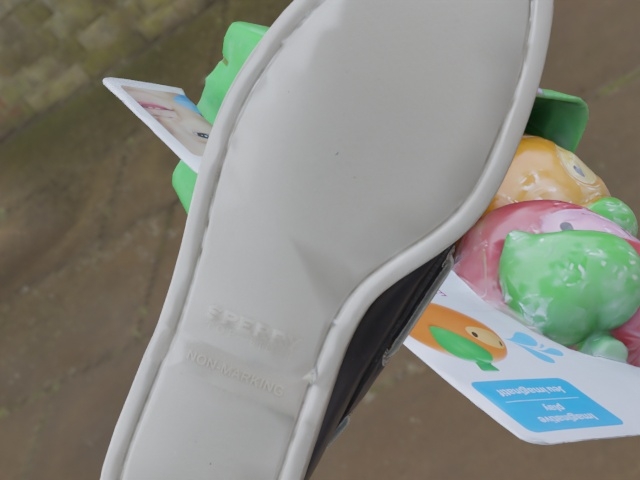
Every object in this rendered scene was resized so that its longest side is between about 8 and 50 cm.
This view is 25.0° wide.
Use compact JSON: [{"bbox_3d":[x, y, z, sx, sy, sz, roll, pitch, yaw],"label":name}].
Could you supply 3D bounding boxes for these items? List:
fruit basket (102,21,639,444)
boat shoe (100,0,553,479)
[{"bbox_3d":[0.100,-0.004,0.773,0.353,0.327,0.165,32,109,44],"label":"fruit basket"},{"bbox_3d":[0.000,0.000,0.410,0.206,0.075,0.065,-63,-4,9],"label":"boat shoe"}]
